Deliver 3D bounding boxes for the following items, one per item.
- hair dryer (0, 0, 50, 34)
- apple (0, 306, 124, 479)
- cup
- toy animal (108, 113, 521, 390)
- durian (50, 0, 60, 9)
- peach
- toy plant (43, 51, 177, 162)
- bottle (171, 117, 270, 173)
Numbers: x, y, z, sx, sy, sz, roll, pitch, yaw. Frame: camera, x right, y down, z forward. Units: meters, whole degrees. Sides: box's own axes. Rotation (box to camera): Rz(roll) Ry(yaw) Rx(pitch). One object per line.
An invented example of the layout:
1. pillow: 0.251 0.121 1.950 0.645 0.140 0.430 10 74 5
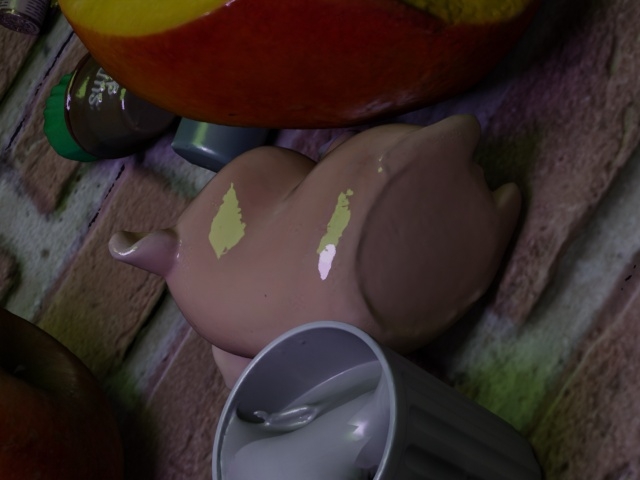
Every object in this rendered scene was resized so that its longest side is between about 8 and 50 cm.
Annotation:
1. hair dryer: -0.305 -0.346 2.032 0.053 0.220 0.195 13 74 10
2. apple: -0.323 0.196 1.693 0.301 0.301 0.302 -22 55 34
3. cup: 0.051 0.189 1.397 0.167 0.202 0.221 -32 50 28
4. toy animal: -0.002 -0.001 1.563 0.256 0.195 0.213 0 49 46
5. durian: -0.201 -0.306 1.954 0.198 0.146 0.159 -35 30 20
6. peach: 0.003 -0.204 1.581 0.380 0.306 0.242 -10 69 33
7. toy plant: -0.203 -0.141 1.895 0.200 0.105 0.143 9 67 58
8. bottle: -0.049 -0.198 1.791 0.082 0.082 0.286 12 77 46
